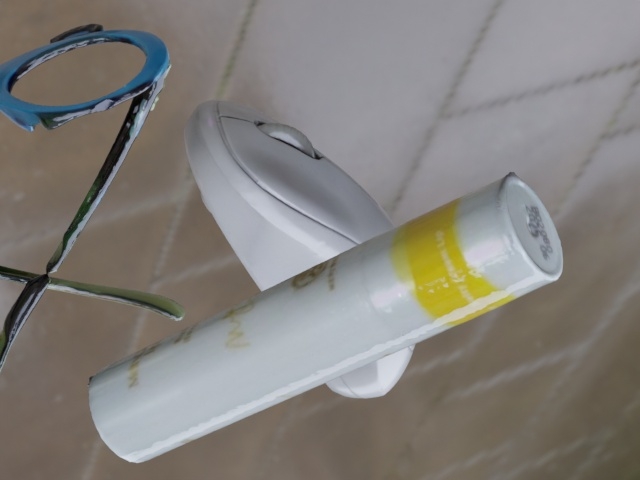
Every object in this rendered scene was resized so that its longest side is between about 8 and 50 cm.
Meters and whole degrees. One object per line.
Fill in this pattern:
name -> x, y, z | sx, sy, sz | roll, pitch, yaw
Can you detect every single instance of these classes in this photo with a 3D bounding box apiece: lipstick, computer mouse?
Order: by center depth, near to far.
lipstick -> -0.004, 0.045, 0.887 | 0.264, 0.059, 0.059 | -26, 161, 28
computer mouse -> 0.000, 0.000, 1.469 | 0.121, 0.184, 0.297 | -26, 115, 8

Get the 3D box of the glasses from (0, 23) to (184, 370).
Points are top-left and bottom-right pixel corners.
glasses -> -0.174, -0.016, 1.082 | 0.239, 0.207, 0.102 | -30, -176, -5
